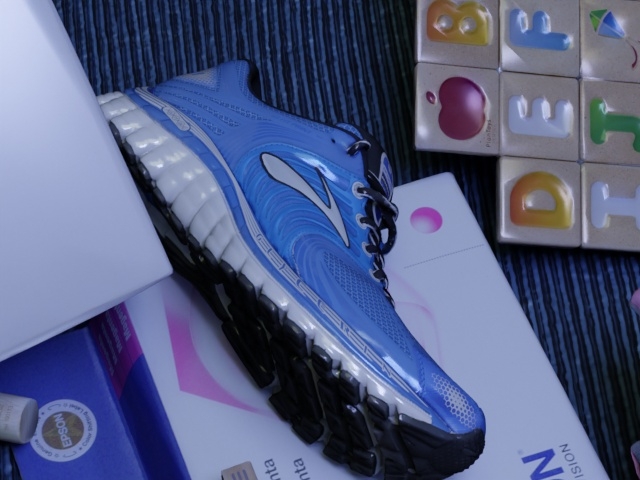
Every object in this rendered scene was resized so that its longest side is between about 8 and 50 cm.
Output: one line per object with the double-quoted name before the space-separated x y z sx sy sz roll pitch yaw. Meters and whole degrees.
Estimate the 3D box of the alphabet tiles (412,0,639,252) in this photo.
"alphabet tiles" 0.225 -0.131 1.221 0.343 0.011 0.285 4 80 -15

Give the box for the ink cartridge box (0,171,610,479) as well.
"ink cartridge box" -0.007 0.140 1.106 0.330 0.071 0.324 -18 60 -14

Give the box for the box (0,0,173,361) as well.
"box" -0.251 -0.105 1.070 0.168 0.215 0.345 -26 100 -16

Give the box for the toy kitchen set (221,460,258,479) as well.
"toy kitchen set" -0.005 0.148 1.023 0.083 0.068 0.075 -19 61 -11

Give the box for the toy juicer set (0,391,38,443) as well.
"toy juicer set" -0.243 0.179 1.050 0.209 0.089 0.329 -9 56 4

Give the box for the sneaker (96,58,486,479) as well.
"sneaker" 0.000 0.000 1.082 0.147 0.130 0.330 -30 61 -17

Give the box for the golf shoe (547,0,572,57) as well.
"golf shoe" 0.122 -0.203 1.317 0.140 0.115 0.306 -16 59 17

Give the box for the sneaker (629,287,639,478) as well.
"sneaker" 0.239 0.165 1.031 0.112 0.131 0.319 -7 99 -35
